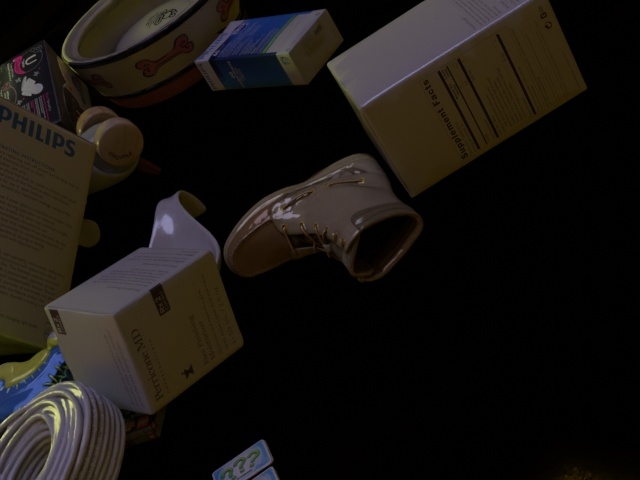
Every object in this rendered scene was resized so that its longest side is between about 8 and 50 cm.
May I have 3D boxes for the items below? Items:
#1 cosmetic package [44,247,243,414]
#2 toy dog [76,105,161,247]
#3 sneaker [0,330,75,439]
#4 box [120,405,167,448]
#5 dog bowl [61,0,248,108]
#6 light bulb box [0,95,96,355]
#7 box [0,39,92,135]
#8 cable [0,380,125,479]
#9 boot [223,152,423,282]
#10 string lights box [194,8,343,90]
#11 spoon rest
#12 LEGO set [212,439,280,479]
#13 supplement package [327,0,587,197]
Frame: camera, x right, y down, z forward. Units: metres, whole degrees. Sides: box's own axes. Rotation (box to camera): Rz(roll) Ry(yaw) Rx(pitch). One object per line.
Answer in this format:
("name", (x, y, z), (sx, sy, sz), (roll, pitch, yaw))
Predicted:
("cosmetic package", (-0.231, 0.114, 1.520), (0.151, 0.151, 0.184), (1, 28, 42))
("toy dog", (-0.413, -0.084, 2.035), (0.334, 0.161, 0.220), (-40, 32, 18))
("sneaker", (-0.383, 0.210, 1.655), (0.240, 0.091, 0.126), (-31, 50, 4))
("box", (-0.271, 0.241, 1.546), (0.137, 0.027, 0.094), (-20, 35, 20))
("dog bowl", (-0.330, -0.437, 2.389), (0.408, 0.150, 0.408), (-23, 33, 16))
("light bulb box", (-0.588, -0.008, 1.860), (0.358, 0.225, 0.361), (-7, 67, 35))
("box", (-0.532, -0.237, 2.237), (0.142, 0.163, 0.247), (-28, 50, 10))
("cable", (-0.345, 0.300, 1.423), (0.257, 0.089, 0.257), (-40, 31, 24))
("boot", (0.000, 0.000, 1.570), (0.262, 0.095, 0.203), (-30, 33, -2))
("string lights box", (-0.099, -0.354, 2.140), (0.260, 0.076, 0.133), (4, 47, 44))
("spoon rest", (-0.216, 0.007, 1.759), (0.137, 0.084, 0.276), (-28, 32, 10))
("LEGO set", (-0.155, 0.329, 1.302), (0.244, 0.060, 0.182), (-34, 28, 1))
("supplement package", (0.190, -0.234, 1.629), (0.293, 0.175, 0.177), (-32, 33, 3))
